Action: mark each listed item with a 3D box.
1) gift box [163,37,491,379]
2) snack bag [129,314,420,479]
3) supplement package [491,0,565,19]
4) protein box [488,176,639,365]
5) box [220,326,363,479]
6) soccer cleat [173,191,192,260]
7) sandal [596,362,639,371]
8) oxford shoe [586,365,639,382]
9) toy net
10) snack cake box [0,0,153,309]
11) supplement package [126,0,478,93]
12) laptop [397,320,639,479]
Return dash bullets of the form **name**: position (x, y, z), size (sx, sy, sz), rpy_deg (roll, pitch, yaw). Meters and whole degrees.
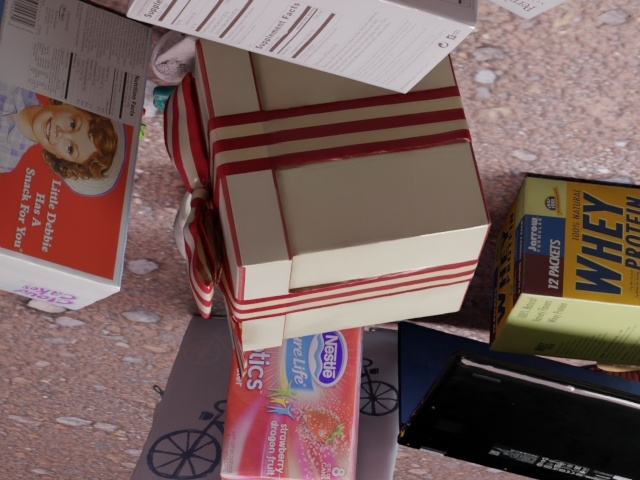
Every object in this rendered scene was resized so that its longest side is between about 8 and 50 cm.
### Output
- **gift box**: position (-0.004, -0.033, 1.745), size (0.258, 0.255, 0.276), rpy_deg (-8, 153, -8)
- **snack bag**: position (-0.055, 0.218, 2.358), size (0.323, 0.342, 0.037), rpy_deg (4, 130, 10)
- **supplement package**: position (0.093, -0.295, 1.205), size (0.262, 0.204, 0.145), rpy_deg (20, 154, -34)
- **protein box**: position (0.301, 0.038, 2.065), size (0.201, 0.136, 0.200), rpy_deg (6, 159, -3)
- **box**: position (-0.026, 0.154, 2.203), size (0.154, 0.300, 0.142), rpy_deg (4, 158, 2)
- **soccer cleat**: position (0.000, 0.000, 2.064), size (0.331, 0.116, 0.143), rpy_deg (3, 158, 6)
- **sandal**: position (0.454, 0.159, 2.405), size (0.240, 0.079, 0.088), rpy_deg (-16, 150, 42)
- **oxford shoe**: position (0.462, 0.235, 2.540), size (0.348, 0.123, 0.130), rpy_deg (-4, 162, 23)
- **toy net**: position (-0.141, -0.155, 1.818), size (0.122, 0.045, 0.232), rpy_deg (9, 156, -5)
- **snack cake box**: position (-0.249, -0.086, 1.709), size (0.152, 0.264, 0.089), rpy_deg (19, 155, -30)
- **supplement package**: position (-0.011, -0.228, 1.479), size (0.244, 0.139, 0.134), rpy_deg (14, 155, -19)
- **laptop**: position (0.302, 0.162, 2.229), size (0.382, 0.236, 0.408), rpy_deg (14, 152, -6)
